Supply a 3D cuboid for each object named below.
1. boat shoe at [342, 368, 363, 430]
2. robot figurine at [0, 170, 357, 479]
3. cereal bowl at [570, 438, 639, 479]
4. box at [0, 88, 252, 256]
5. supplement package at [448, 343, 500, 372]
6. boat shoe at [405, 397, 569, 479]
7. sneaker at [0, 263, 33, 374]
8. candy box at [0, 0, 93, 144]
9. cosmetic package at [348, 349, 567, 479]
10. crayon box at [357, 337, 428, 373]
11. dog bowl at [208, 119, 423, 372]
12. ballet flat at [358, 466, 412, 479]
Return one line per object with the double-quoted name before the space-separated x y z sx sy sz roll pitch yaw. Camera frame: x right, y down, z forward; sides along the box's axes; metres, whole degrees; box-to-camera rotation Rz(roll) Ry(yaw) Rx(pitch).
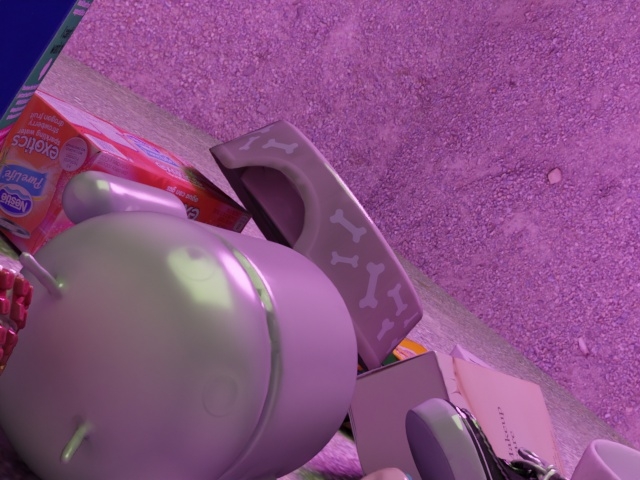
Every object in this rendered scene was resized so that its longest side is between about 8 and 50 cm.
"boat shoe" 0.053 0.200 1.257 0.066 0.066 0.183 41 9 33
"robot figurine" -0.098 0.088 0.765 0.300 0.200 0.353 63 15 16
"cereal bowl" 0.398 0.359 1.101 0.339 0.141 0.339 30 7 -4
"box" -0.240 -0.045 1.217 0.154 0.142 0.300 39 8 29
"supplement package" 0.235 0.249 1.610 0.105 0.105 0.179 33 7 -8
"boat shoe" 0.165 0.231 0.894 0.306 0.105 0.113 63 -8 -30
"sneaker" -0.262 0.044 0.490 0.112 0.121 0.299 33 17 26
"candy box" -0.364 -0.187 0.869 0.268 0.317 0.122 33 7 -13
"cosmetic package" 0.159 0.227 1.133 0.309 0.113 0.160 24 48 -58
"crayon box" 0.140 0.221 1.455 0.165 0.081 0.278 29 9 -38
"dog bowl" 0.000 0.000 1.311 0.349 0.102 0.349 54 -5 7
"ballet flat" 0.073 0.275 0.871 0.086 0.086 0.248 31 7 -27
